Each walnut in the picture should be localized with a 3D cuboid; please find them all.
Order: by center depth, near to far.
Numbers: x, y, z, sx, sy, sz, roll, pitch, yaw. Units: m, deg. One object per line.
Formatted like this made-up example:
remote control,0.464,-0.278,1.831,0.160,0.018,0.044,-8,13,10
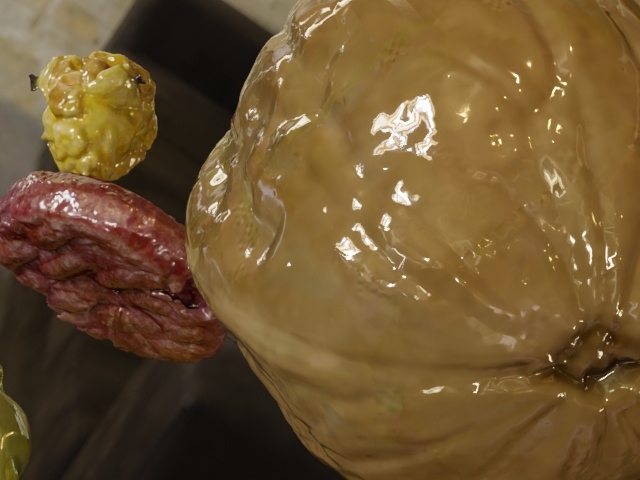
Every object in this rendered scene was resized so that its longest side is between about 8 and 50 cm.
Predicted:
walnut,0.056,-0.006,0.733,0.228,0.228,0.228,34,11,-7

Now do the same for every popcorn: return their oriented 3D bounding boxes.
popcorn,-0.139,-0.078,1.154,0.084,0.084,0.084,34,11,-7

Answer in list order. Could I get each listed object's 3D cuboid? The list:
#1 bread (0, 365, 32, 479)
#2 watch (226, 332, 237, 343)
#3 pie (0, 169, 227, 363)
bread,-0.232,0.127,1.137,0.158,0.156,0.260,12,54,-39
watch,0.000,0.000,1.328,0.068,0.193,0.206,36,37,4
pie,-0.114,0.017,1.093,0.154,0.036,0.154,19,-30,11
